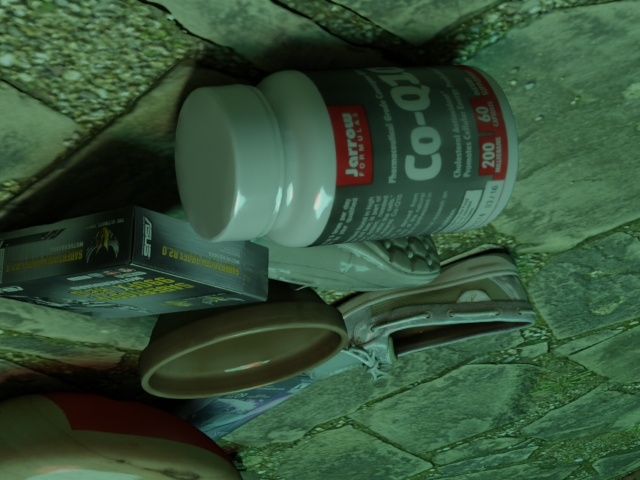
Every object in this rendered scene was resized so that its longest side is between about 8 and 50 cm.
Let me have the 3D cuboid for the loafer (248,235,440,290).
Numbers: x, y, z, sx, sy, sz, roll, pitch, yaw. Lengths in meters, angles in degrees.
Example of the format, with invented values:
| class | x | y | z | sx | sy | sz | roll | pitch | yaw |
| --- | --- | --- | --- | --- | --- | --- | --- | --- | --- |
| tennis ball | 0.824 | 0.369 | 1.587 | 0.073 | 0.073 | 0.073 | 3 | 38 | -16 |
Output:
| class | x | y | z | sx | sy | sz | roll | pitch | yaw |
| --- | --- | --- | --- | --- | --- | --- | --- | --- | --- |
| loafer | 0.000 | 0.000 | 1.359 | 0.319 | 0.112 | 0.111 | 17 | 141 | -40 |

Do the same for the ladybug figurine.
| class | x | y | z | sx | sy | sz | roll | pitch | yaw |
| --- | --- | --- | --- | --- | --- | --- | --- | --- | --- |
| ladybug figurine | -0.280 | 0.307 | 1.616 | 0.305 | 0.162 | 0.449 | -35 | 139 | 31 |

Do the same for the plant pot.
| class | x | y | z | sx | sy | sz | roll | pitch | yaw |
| --- | --- | --- | --- | --- | --- | --- | --- | --- | --- |
| plant pot | -0.096 | 0.091 | 1.433 | 0.237 | 0.110 | 0.237 | -14 | 160 | -5 |

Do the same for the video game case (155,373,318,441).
| class | x | y | z | sx | sy | sz | roll | pitch | yaw |
| --- | --- | --- | --- | --- | --- | --- | --- | --- | --- |
| video game case | -0.155 | 0.238 | 1.763 | 0.274 | 0.026 | 0.196 | -35 | 154 | 28 |

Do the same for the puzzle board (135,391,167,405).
| class | x | y | z | sx | sy | sz | roll | pitch | yaw |
| --- | --- | --- | --- | --- | --- | --- | --- | --- | --- |
| puzzle board | -0.171 | 0.190 | 1.696 | 0.128 | 0.011 | 0.096 | -31 | 153 | 22 |

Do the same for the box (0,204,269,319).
| class | x | y | z | sx | sy | sz | roll | pitch | yaw |
| --- | --- | --- | --- | --- | --- | --- | --- | --- | --- |
| box | -0.194 | 0.028 | 1.217 | 0.231 | 0.056 | 0.183 | -8 | 162 | 37 |

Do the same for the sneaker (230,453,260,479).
| class | x | y | z | sx | sy | sz | roll | pitch | yaw |
| --- | --- | --- | --- | --- | --- | --- | --- | --- | --- |
| sneaker | -0.166 | 0.366 | 1.920 | 0.151 | 0.094 | 0.256 | -11 | 168 | -7 |

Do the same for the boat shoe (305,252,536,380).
| class | x | y | z | sx | sy | sz | roll | pitch | yaw |
| --- | --- | --- | --- | --- | --- | --- | --- | --- | --- |
| boat shoe | 0.120 | 0.117 | 1.660 | 0.320 | 0.103 | 0.118 | -19 | 154 | -3 |

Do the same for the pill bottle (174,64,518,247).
| class | x | y | z | sx | sy | sz | roll | pitch | yaw |
| --- | --- | --- | --- | --- | --- | --- | --- | --- | --- |
| pill bottle | 0.023 | -0.077 | 1.155 | 0.283 | 0.161 | 0.161 | -6 | 150 | -28 |
